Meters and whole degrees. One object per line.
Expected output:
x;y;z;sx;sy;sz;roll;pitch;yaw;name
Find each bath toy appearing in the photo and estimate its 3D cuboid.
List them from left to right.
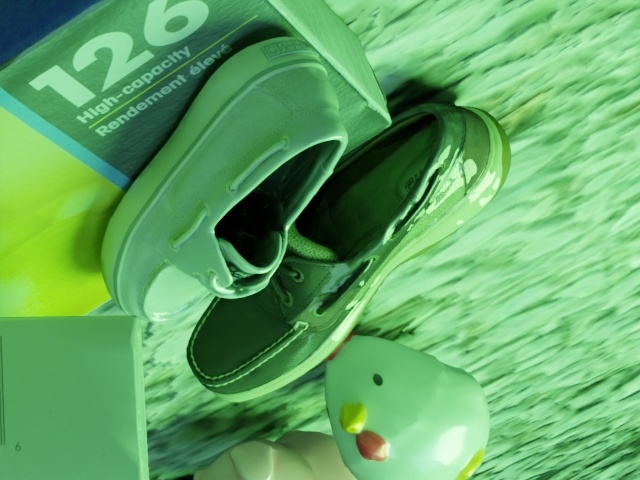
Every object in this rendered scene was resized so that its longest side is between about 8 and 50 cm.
-0.044;0.176;1.296;0.129;0.151;0.348;43;119;-16;bath toy

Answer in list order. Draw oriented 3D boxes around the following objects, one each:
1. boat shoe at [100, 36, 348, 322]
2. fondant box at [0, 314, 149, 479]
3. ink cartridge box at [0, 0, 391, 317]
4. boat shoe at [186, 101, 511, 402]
-0.040;-0.010;0.862;0.066;0.063;0.184;-3;145;-41;boat shoe
-0.222;0.131;0.941;0.238;0.096;0.330;0;158;-13;fondant box
-0.153;-0.045;0.837;0.304;0.072;0.307;-30;156;12;ink cartridge box
0.001;0.000;1.054;0.223;0.080;0.073;-40;146;17;boat shoe
